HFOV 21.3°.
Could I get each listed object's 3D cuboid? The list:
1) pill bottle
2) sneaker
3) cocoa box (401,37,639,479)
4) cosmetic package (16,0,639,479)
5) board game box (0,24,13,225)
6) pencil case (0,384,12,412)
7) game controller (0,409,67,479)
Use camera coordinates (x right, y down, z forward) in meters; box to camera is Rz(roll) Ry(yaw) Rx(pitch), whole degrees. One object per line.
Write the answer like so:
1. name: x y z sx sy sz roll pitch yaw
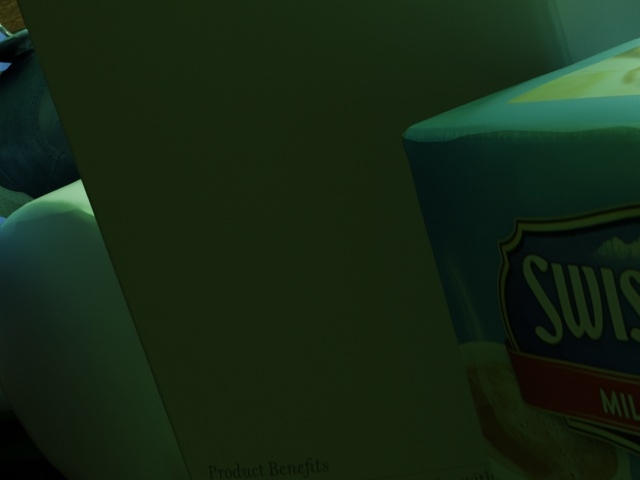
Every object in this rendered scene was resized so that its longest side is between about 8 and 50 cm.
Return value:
1. pill bottle: 0.000 0.000 0.969 0.204 0.204 0.361 -5 16 44
2. sneaker: -0.119 -0.112 1.167 0.236 0.130 0.323 -22 10 32
3. cocoa box: 0.243 0.017 0.497 0.347 0.228 0.231 -22 13 -25
4. cosmetic package: 0.034 -0.039 0.655 0.217 0.385 0.156 -9 14 31
5. board game box: -0.285 -0.043 1.401 0.291 0.232 0.141 0 54 53
6. pencil case: -0.261 0.085 1.137 0.273 0.124 0.113 -14 52 18
7. game controller: -0.273 0.165 0.973 0.319 0.067 0.166 -13 27 18
